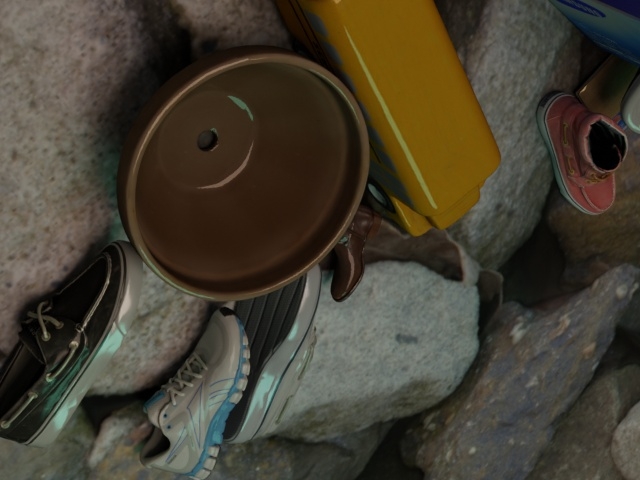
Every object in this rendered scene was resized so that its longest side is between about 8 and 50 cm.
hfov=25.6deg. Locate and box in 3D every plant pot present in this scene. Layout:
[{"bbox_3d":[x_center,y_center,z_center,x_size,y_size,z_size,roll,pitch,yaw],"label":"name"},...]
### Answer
[{"bbox_3d":[-0.083,-0.074,1.271,0.237,0.110,0.237,-14,123,-23],"label":"plant pot"}]

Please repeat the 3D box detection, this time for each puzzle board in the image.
[{"bbox_3d":[0.345,-0.180,1.564,0.128,0.011,0.096,-46,131,-3],"label":"puzzle board"}]

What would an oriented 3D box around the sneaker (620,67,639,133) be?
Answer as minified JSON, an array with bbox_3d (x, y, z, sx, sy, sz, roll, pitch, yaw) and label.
[{"bbox_3d":[0.398,-0.214,1.519,0.079,0.121,0.217,37,105,-22],"label":"sneaker"}]

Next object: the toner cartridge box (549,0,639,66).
[{"bbox_3d":[0.355,-0.200,1.340,0.165,0.348,0.075,34,94,-40],"label":"toner cartridge box"}]

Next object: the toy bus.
[{"bbox_3d":[0.074,-0.139,1.329,0.108,0.130,0.333,-38,129,-10],"label":"toy bus"}]

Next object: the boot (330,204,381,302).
[{"bbox_3d":[0.000,0.000,1.414,0.114,0.037,0.106,21,88,-42],"label":"boot"}]

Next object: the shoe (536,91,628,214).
[{"bbox_3d":[0.299,-0.082,1.538,0.063,0.081,0.178,-40,129,-9],"label":"shoe"}]

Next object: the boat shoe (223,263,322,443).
[{"bbox_3d":[-0.044,0.103,1.424,0.076,0.083,0.226,-1,126,-46],"label":"boat shoe"}]

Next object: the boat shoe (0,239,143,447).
[{"bbox_3d":[-0.236,0.093,1.282,0.070,0.078,0.219,22,102,-40],"label":"boat shoe"}]

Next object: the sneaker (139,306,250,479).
[{"bbox_3d":[-0.129,0.153,1.393,0.083,0.071,0.191,8,109,-30],"label":"sneaker"}]
